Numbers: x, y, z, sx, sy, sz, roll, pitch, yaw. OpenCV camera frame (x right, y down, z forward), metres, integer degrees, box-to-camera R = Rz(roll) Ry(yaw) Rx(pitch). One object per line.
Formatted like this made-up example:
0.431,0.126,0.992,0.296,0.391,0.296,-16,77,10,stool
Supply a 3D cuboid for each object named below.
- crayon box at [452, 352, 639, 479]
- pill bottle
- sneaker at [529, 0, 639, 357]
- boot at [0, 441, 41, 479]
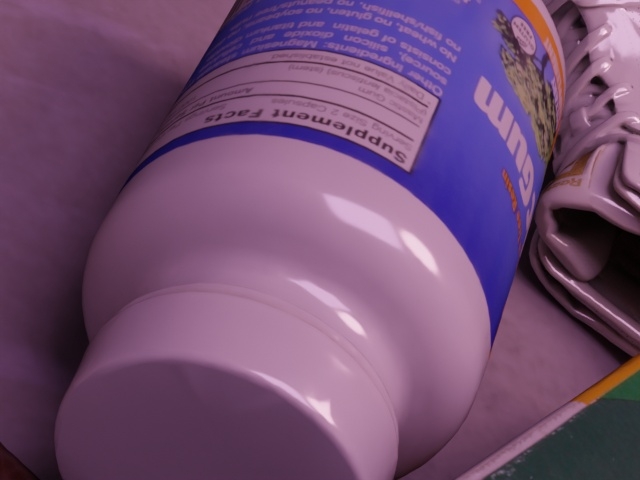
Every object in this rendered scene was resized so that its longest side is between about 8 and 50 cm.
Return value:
0.099,0.104,0.661,0.083,0.203,0.323,52,40,10,crayon box
0.000,0.000,0.709,0.152,0.152,0.272,35,40,-10,pill bottle
0.145,-0.065,0.928,0.292,0.108,0.169,53,37,9,sneaker
-0.137,0.087,0.612,0.114,0.037,0.106,52,42,2,boot
